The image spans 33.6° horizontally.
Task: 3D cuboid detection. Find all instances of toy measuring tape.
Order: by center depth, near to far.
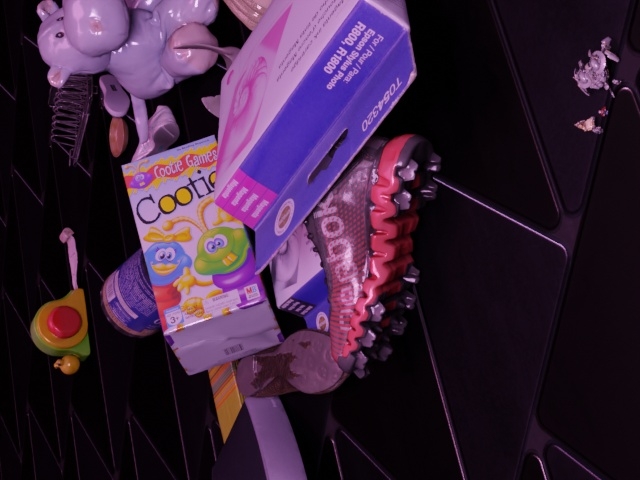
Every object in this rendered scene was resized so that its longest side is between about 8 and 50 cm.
[{"bbox_3d":[-0.568,0.129,2.268,0.121,0.121,0.330,-42,55,53],"label":"toy measuring tape"}]

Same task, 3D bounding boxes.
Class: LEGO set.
[{"bbox_3d":[0.235,-0.134,0.918,0.054,0.023,0.083,0,90,61],"label":"LEGO set"}]

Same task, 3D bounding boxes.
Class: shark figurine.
[{"bbox_3d":[-0.123,-0.203,1.472,0.166,0.116,0.278,-51,50,47],"label":"shark figurine"}]

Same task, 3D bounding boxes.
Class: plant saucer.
[{"bbox_3d":[-0.386,-0.202,2.037,0.083,0.015,0.083,3,94,60],"label":"plant saucer"}]

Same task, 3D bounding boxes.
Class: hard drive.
[{"bbox_3d":[-0.084,0.325,1.383,0.172,0.054,0.255,-64,23,20],"label":"hard drive"}]

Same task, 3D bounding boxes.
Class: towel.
[{"bbox_3d":[-0.126,0.265,1.579,0.102,0.021,0.237,-52,47,53],"label":"towel"}]

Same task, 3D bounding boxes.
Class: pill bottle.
[{"bbox_3d":[-0.244,0.058,1.661,0.219,0.122,0.123,-36,58,41],"label":"pill bottle"}]

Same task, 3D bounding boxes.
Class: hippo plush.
[{"bbox_3d":[-0.320,-0.337,1.657,0.294,0.236,0.234,-34,56,46],"label":"hippo plush"}]

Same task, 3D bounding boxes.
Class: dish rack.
[{"bbox_3d":[-0.504,-0.293,2.152,0.272,0.074,0.208,-103,27,-45],"label":"dish rack"}]

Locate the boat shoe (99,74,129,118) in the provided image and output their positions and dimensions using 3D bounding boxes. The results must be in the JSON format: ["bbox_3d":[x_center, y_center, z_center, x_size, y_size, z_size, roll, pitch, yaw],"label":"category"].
[{"bbox_3d":[-0.395,-0.268,2.027,0.142,0.049,0.040,-116,32,-49],"label":"boat shoe"}]

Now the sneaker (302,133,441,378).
[{"bbox_3d":[0.040,0.009,1.160,0.135,0.097,0.276,17,106,28],"label":"sneaker"}]

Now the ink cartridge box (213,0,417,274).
[{"bbox_3d":[-0.021,-0.184,1.192,0.324,0.071,0.330,-51,28,36],"label":"ink cartridge box"}]

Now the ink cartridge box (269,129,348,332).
[{"bbox_3d":[0.000,0.000,1.318,0.223,0.045,0.224,-44,53,52],"label":"ink cartridge box"}]

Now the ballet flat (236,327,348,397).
[{"bbox_3d":[-0.028,0.165,1.373,0.250,0.058,0.084,-24,67,53],"label":"ballet flat"}]

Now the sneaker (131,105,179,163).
[{"bbox_3d":[-0.286,-0.171,1.829,0.152,0.053,0.061,-48,44,40],"label":"sneaker"}]

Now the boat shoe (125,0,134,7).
[{"bbox_3d":[-0.318,-0.526,1.820,0.102,0.108,0.301,-4,84,61],"label":"boat shoe"}]

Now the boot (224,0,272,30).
[{"bbox_3d":[-0.086,-0.431,1.423,0.203,0.095,0.262,-58,47,46],"label":"boot"}]

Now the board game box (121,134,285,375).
[{"bbox_3d":[-0.163,0.018,1.461,0.142,0.144,0.275,74,176,-59],"label":"board game box"}]
